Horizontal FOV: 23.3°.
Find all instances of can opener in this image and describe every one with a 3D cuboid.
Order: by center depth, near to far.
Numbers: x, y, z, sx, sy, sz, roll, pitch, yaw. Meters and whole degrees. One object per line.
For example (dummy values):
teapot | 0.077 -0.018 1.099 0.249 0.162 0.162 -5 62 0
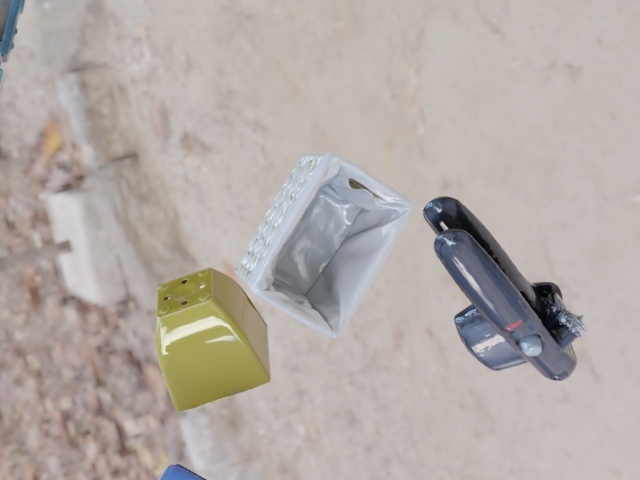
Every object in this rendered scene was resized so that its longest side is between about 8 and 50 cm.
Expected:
can opener | 0.108 0.035 0.924 0.186 0.073 0.059 49 -169 -53

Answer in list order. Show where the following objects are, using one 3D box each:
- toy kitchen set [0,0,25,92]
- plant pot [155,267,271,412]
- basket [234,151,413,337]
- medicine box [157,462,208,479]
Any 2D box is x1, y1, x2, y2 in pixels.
toy kitchen set | -0.263 -0.216 1.333 0.166 0.122 0.207 162 120 -80
plant pot | -0.093 0.071 1.237 0.081 0.081 0.083 -98 -13 -57
basket | 0.000 0.000 1.628 0.167 0.113 0.103 -59 19 -2
medicine box | -0.072 0.353 1.079 0.263 0.289 0.149 29 141 2
